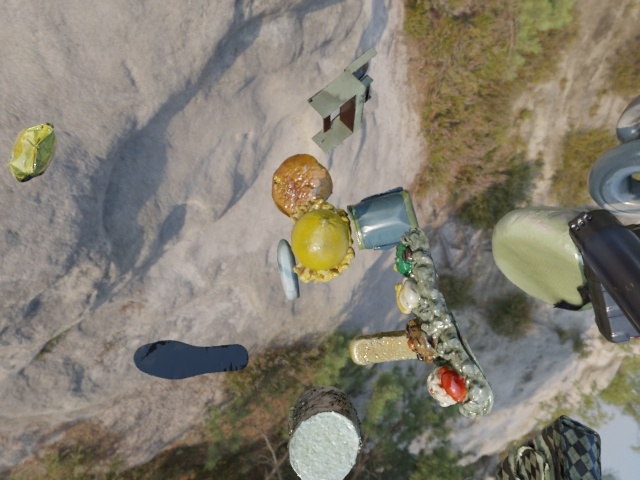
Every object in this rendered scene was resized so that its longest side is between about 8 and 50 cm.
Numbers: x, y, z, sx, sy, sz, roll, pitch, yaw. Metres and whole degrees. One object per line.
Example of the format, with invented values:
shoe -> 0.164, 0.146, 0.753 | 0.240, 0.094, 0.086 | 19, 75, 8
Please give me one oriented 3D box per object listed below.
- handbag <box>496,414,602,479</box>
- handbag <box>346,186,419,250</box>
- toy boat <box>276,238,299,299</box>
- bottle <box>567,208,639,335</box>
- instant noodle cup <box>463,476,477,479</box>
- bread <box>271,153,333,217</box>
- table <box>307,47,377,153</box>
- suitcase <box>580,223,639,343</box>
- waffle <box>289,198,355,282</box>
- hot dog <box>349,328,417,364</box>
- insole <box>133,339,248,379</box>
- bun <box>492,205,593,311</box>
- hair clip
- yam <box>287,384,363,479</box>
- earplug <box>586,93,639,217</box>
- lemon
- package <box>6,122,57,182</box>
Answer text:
handbag -> 0.742, 0.822, 1.360 | 0.316, 0.180, 0.415 | -60, 171, -49
handbag -> 0.249, -0.078, 1.617 | 0.263, 0.241, 0.222 | -29, 103, -76
toy boat -> -0.137, 0.120, 1.747 | 0.085, 0.078, 0.260 | -92, 173, -82
bottle -> 0.414, 0.053, 0.542 | 0.082, 0.244, 0.072 | 19, 129, -22
instant noodle cup -> 0.277, 0.524, 0.760 | 0.208, 0.125, 0.177 | -7, 132, -36
bread -> -0.091, -0.257, 1.995 | 0.172, 0.313, 0.311 | -4, 115, -66
table -> 0.057, -0.282, 0.858 | 0.175, 0.062, 0.146 | -40, 167, -8
suitcase -> 0.591, 0.049, 0.666 | 0.206, 0.286, 0.066 | 65, 20, -19
waffle -> 0.000, 0.000, 1.612 | 0.151, 0.261, 0.323 | 17, 56, -46
hot dog -> 0.204, 0.311, 1.234 | 0.243, 0.073, 0.084 | -6, 98, -7
insole -> -0.381, 0.359, 1.261 | 0.349, 0.118, 0.009 | 8, 147, -33
bun -> 0.557, 0.017, 0.960 | 0.187, 0.293, 0.293 | -42, 140, -16
hair clip -> 0.179, 0.137, 0.700 | 0.091, 0.321, 0.138 | -17, 153, -2
yam -> 0.006, 0.596, 1.296 | 0.240, 0.241, 0.348 | -58, 177, -8
earplug -> 0.782, -0.207, 0.982 | 0.175, 0.214, 0.325 | -30, 135, -60
lemon -> 0.000, -0.003, 1.234 | 0.178, 0.178, 0.203 | -43, 163, -26
package -> -0.755, -0.226, 1.087 | 0.090, 0.226, 0.168 | 26, 80, -35
